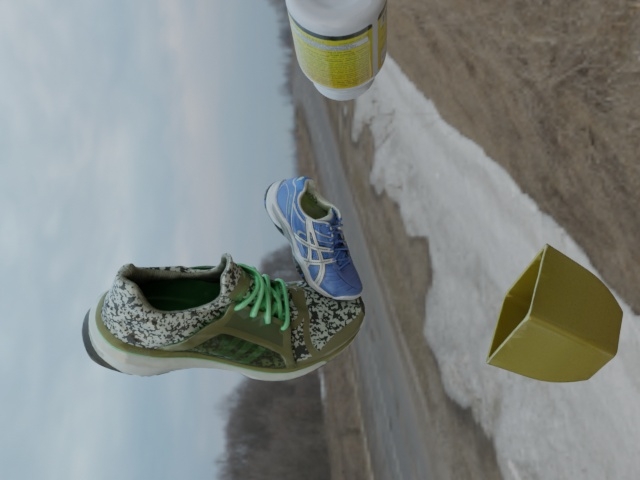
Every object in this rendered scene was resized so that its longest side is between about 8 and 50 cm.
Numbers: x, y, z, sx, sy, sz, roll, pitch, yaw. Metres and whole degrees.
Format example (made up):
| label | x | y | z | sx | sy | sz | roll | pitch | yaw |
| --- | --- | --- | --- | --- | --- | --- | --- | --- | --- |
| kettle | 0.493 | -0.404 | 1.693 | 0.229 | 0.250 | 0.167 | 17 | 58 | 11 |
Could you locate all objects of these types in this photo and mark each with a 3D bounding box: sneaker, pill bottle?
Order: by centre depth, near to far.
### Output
| label | x | y | z | sx | sy | sz | roll | pitch | yaw |
| --- | --- | --- | --- | --- | --- | --- | --- | --- | --- |
| sneaker | -0.113 | 0.094 | 1.136 | 0.182 | 0.411 | 0.158 | 118 | 144 | -50 |
| sneaker | 0.000 | 0.000 | 1.192 | 0.211 | 0.081 | 0.080 | 55 | -131 | -12 |
| pill bottle | 0.038 | -0.413 | 1.613 | 0.334 | 0.188 | 0.187 | 77 | -169 | -73 |

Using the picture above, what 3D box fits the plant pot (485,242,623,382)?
| label | x | y | z | sx | sy | sz | roll | pitch | yaw |
| --- | --- | --- | --- | --- | --- | --- | --- | --- | --- |
| plant pot | 0.197 | 0.069 | 0.669 | 0.081 | 0.083 | 0.081 | 114 | -179 | -51 |
